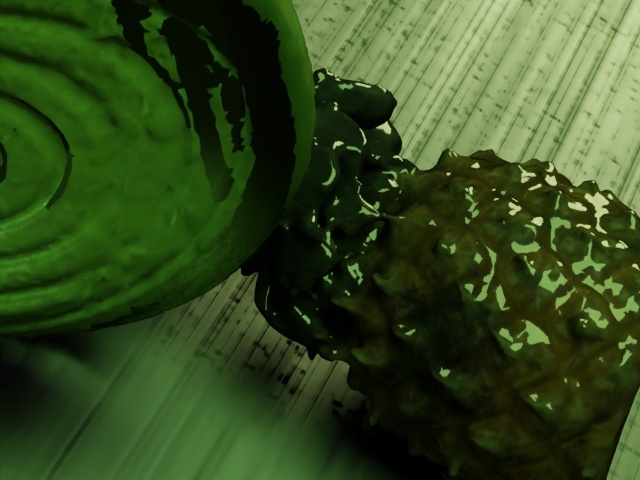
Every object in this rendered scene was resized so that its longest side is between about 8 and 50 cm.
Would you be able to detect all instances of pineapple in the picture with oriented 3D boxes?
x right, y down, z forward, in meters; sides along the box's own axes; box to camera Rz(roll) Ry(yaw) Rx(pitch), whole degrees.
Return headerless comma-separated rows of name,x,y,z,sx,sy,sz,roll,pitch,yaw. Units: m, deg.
pineapple,0.000,0.000,0.529,0.237,0.111,0.119,25,20,6

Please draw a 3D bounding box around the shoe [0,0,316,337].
shoe,-0.135,-0.049,0.440,0.262,0.140,0.128,-13,50,10
